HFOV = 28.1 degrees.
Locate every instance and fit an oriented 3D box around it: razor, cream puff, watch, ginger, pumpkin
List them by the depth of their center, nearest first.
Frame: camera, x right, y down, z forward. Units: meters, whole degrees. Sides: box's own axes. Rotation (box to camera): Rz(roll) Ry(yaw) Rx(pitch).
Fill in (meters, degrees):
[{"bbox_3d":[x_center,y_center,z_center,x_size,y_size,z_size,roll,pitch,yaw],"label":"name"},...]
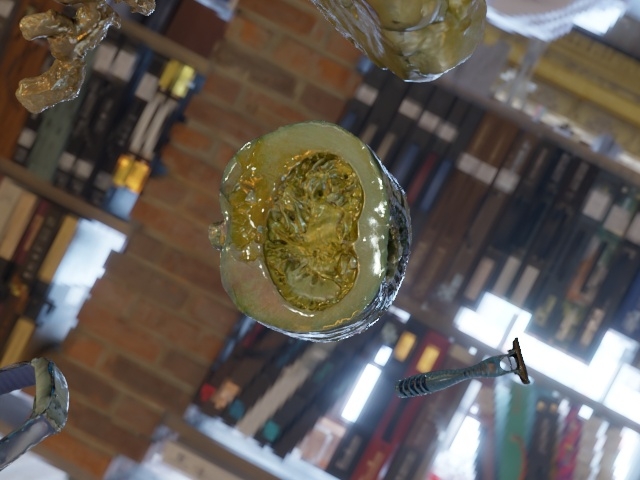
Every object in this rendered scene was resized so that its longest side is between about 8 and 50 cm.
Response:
[{"bbox_3d":[0.085,-0.329,1.234,0.291,0.257,0.324,49,180,26],"label":"cream puff"},{"bbox_3d":[0.000,0.000,1.771,0.263,0.293,0.197,-1,165,20],"label":"pumpkin"},{"bbox_3d":[-0.363,-0.291,1.816,0.149,0.259,0.065,34,-156,-36],"label":"ginger"},{"bbox_3d":[-0.553,0.323,2.115,0.276,0.275,0.068,-94,-17,-49],"label":"watch"},{"bbox_3d":[0.235,0.230,2.191,0.253,0.082,0.042,-18,171,35],"label":"razor"}]
